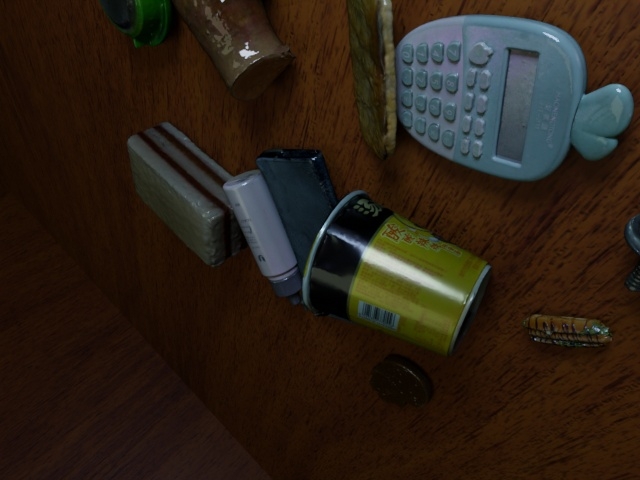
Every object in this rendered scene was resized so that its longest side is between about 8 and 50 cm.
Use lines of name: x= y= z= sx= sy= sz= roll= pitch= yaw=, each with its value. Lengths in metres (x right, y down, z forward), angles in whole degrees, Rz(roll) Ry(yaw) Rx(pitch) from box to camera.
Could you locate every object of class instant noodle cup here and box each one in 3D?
instant noodle cup: x=0.118 y=0.060 z=0.746 sx=0.236 sy=0.215 sz=0.216 roll=25 pitch=138 yaw=24

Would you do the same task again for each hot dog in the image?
hot dog: x=0.338 y=0.128 z=0.678 sx=0.122 sy=0.037 sz=0.049 roll=-6 pitch=118 yaw=54

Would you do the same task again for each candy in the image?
candy: x=-0.303 y=-0.108 z=1.136 sx=0.320 sy=0.135 sz=0.180 roll=40 pitch=143 yaw=17

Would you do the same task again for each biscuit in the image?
biscuit: x=0.070 y=-0.225 z=0.654 sx=0.118 sy=0.028 sz=0.247 roll=-118 pitch=15 yaw=-52
biscuit: x=0.167 y=0.303 z=1.045 sx=0.124 sy=0.026 sz=0.175 roll=52 pitch=146 yaw=3

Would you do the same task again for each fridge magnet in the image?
fridge magnet: x=-0.350 y=-0.466 z=0.906 sx=0.208 sy=0.088 sz=0.208 roll=30 pitch=140 yaw=29

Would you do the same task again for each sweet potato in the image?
sweet potato: x=-0.170 y=-0.383 z=0.743 sx=0.131 sy=0.131 sz=0.337 roll=-19 pitch=107 yaw=54

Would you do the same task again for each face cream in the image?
face cream: x=-0.105 y=0.007 z=1.044 sx=0.092 sy=0.092 sz=0.312 roll=4 pitch=124 yaw=48

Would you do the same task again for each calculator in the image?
calculator: x=0.202 y=-0.165 z=0.574 sx=0.295 sy=0.042 sz=0.184 roll=27 pitch=138 yaw=36

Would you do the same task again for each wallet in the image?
wallet: x=0.000 y=0.000 z=0.953 sx=0.190 sy=0.046 sz=0.379 roll=8 pitch=127 yaw=47

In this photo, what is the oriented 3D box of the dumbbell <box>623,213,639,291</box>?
dumbbell: x=0.359 y=-0.040 z=0.465 sx=0.081 sy=0.081 sz=0.254 roll=32 pitch=141 yaw=27
